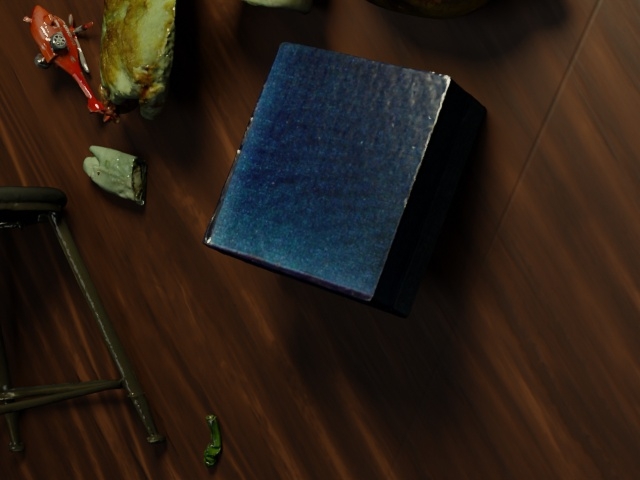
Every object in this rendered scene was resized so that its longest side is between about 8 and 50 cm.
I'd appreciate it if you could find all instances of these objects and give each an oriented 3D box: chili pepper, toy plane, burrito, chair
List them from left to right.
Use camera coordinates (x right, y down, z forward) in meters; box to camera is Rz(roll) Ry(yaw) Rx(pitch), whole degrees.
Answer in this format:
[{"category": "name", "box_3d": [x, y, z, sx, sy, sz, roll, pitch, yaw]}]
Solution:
[{"category": "chair", "box_3d": [-0.505, 0.137, 1.965, 0.361, 0.364, 0.410, -10, 87, 38]}, {"category": "toy plane", "box_3d": [-0.379, -0.263, 1.971, 0.126, 0.077, 0.194, -8, 102, 46]}, {"category": "burrito", "box_3d": [-0.308, -0.100, 1.960, 0.118, 0.044, 0.074, 17, 111, 30]}, {"category": "chili pepper", "box_3d": [-0.158, 0.297, 1.926, 0.027, 0.022, 0.083, 5, 102, 2]}]

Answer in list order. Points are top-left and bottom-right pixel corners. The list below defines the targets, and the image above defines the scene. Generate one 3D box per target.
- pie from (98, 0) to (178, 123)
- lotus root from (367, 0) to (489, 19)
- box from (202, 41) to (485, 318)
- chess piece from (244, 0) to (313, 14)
[{"category": "pie", "box_3d": [-0.237, -0.301, 1.797, 0.257, 0.105, 0.275, 179, 94, -67]}, {"category": "lotus root", "box_3d": [0.115, -0.343, 1.526, 0.314, 0.141, 0.169, 22, 138, 31]}, {"category": "box", "box_3d": [0.028, -0.078, 1.612, 0.261, 0.116, 0.279, 19, 84, 32]}, {"category": "chess piece", "box_3d": [-0.059, -0.463, 1.641, 0.182, 0.182, 0.330, 22, 105, 32]}]
